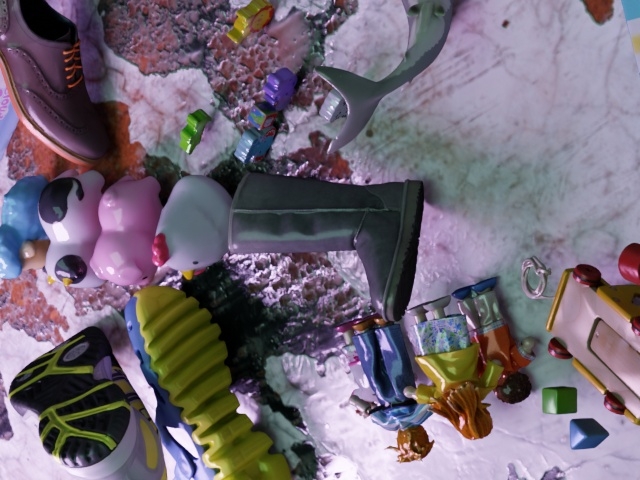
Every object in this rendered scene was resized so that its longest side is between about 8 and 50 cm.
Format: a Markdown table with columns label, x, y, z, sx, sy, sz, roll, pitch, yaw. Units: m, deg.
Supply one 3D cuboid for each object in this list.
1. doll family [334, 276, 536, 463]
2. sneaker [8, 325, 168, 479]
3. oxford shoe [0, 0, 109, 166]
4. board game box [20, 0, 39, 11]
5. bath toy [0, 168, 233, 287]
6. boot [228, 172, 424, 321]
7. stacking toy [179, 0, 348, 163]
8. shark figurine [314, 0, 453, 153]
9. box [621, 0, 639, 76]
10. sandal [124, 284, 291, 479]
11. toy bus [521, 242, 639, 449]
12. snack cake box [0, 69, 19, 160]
| label | x | y | z | sx | sy | sz | roll | pitch | yaw |
| --- | --- | --- | --- | --- | --- | --- | --- | --- | --- |
| doll family | 0.107 | 0.154 | 1.566 | 0.263 | 0.118 | 0.163 | -19 | 91 | 38 |
| sneaker | -0.282 | 0.227 | 1.777 | 0.147 | 0.145 | 0.384 | 59 | 177 | -23 |
| oxford shoe | -0.329 | -0.207 | 1.763 | 0.098 | 0.097 | 0.271 | -18 | 120 | 29 |
| board game box | -0.328 | -0.427 | 1.700 | 0.347 | 0.078 | 0.233 | -21 | 112 | 38 |
| bath toy | -0.255 | -0.003 | 1.782 | 0.348 | 0.129 | 0.151 | 0 | 124 | 37 |
| boot | 0.000 | 0.002 | 1.553 | 0.209 | 0.189 | 0.076 | 4 | 140 | 10 |
| stacking toy | -0.061 | -0.142 | 1.655 | 0.167 | 0.052 | 0.221 | 43 | 127 | 19 |
| shark figurine | 0.093 | -0.213 | 1.471 | 0.166 | 0.278 | 0.116 | 7 | 150 | 6 |
| box | 0.344 | -0.189 | 1.335 | 0.101 | 0.060 | 0.244 | -12 | 95 | 38 |
| sandal | -0.166 | 0.209 | 1.785 | 0.138 | 0.126 | 0.317 | -28 | 84 | 42 |
| toy bus | 0.304 | 0.093 | 1.414 | 0.191 | 0.104 | 0.202 | -31 | 63 | 58 |
| snack cake box | -0.484 | -0.189 | 1.925 | 0.152 | 0.089 | 0.264 | 45 | 124 | 19 |
